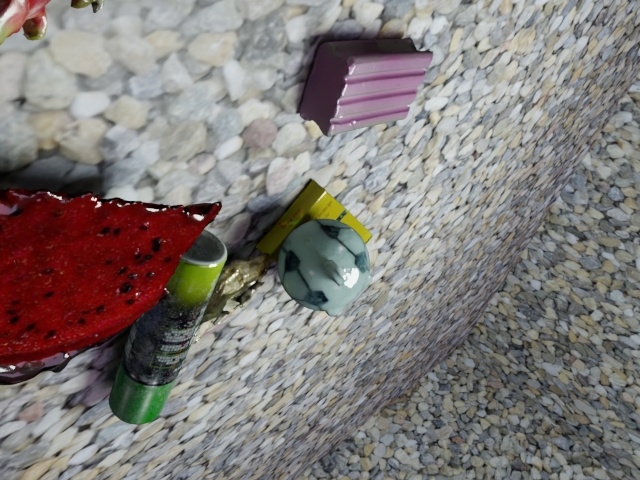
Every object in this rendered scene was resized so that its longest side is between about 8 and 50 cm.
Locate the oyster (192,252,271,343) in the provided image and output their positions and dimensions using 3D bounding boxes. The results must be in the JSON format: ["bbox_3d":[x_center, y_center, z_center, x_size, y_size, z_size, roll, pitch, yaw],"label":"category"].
[{"bbox_3d":[-0.172,0.105,0.926,0.209,0.072,0.133,-43,175,29],"label":"oyster"}]

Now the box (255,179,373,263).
[{"bbox_3d":[0.000,0.000,1.070,0.153,0.041,0.279,-49,154,3],"label":"box"}]

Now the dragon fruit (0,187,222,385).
[{"bbox_3d":[-0.301,0.035,0.583,0.343,0.100,0.282,3,126,-55],"label":"dragon fruit"}]

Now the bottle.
[{"bbox_3d":[-0.231,0.134,0.835,0.093,0.093,0.330,-13,137,-50],"label":"bottle"}]

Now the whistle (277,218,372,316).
[{"bbox_3d":[0.000,0.038,0.955,0.163,0.163,0.289,-47,-169,-4],"label":"whistle"}]

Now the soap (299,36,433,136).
[{"bbox_3d":[0.070,-0.231,0.837,0.203,0.065,0.122,-21,143,-44],"label":"soap"}]

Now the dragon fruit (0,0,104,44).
[{"bbox_3d":[-0.216,-0.192,0.349,0.172,0.160,0.167,-32,108,-38],"label":"dragon fruit"}]
